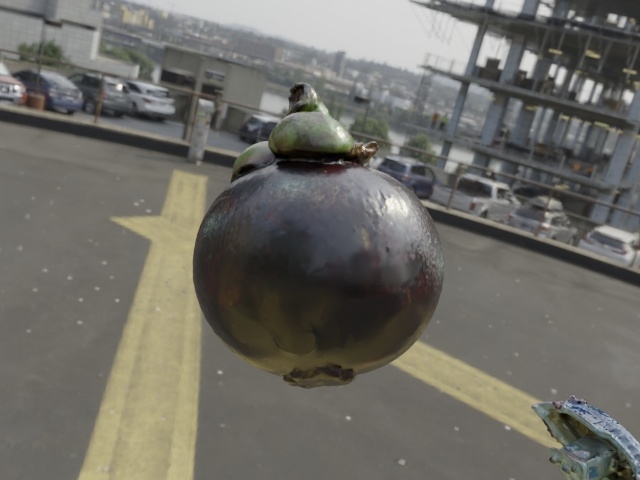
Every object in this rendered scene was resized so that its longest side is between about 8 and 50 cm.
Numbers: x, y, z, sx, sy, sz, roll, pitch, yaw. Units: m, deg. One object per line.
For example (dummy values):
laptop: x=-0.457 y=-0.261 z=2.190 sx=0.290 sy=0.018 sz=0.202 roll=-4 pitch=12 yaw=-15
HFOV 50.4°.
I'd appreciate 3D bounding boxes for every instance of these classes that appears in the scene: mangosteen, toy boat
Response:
mangosteen: x=0.000 y=0.000 z=0.849 sx=0.305 sy=0.360 sz=0.306 roll=2 pitch=-18 yaw=1
toy boat: x=0.127 y=0.103 z=0.315 sx=0.038 sy=0.038 sz=0.083 roll=7 pitch=25 yaw=-28
